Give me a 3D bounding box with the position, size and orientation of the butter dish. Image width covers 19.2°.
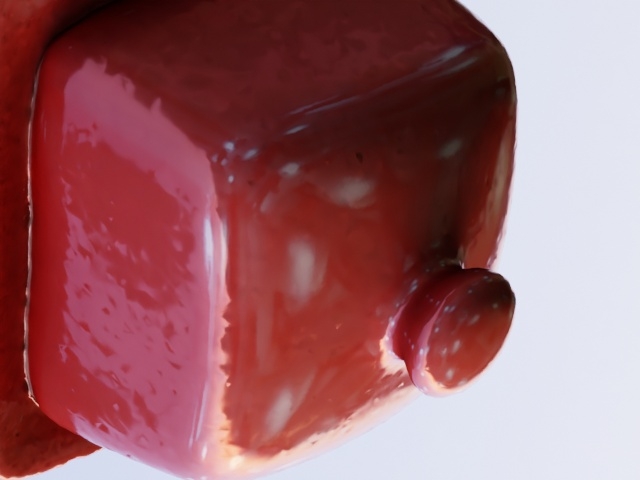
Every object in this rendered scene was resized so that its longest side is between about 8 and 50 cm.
[{"bbox_3d":[0.000,0.000,0.495,0.160,0.118,0.160,-22,-47,-38],"label":"butter dish"}]
